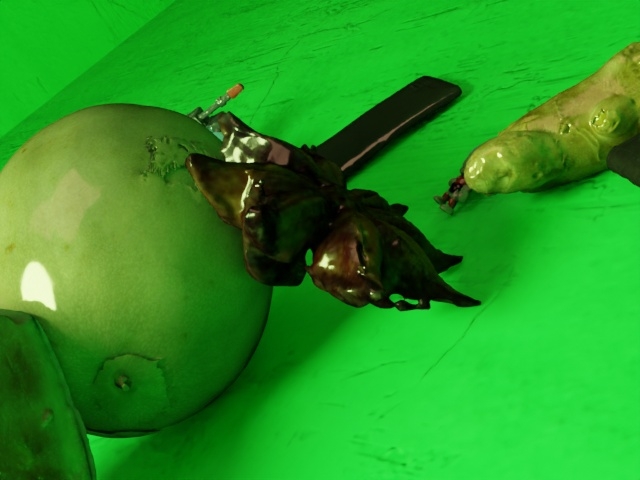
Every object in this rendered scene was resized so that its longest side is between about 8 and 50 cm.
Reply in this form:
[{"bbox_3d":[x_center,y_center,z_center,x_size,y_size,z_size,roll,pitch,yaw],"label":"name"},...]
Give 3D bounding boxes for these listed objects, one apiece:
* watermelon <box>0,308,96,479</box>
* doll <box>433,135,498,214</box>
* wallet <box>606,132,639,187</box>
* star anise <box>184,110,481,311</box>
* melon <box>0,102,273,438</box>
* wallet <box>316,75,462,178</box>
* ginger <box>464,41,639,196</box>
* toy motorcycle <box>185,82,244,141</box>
[{"bbox_3d":[-0.260,0.192,0.853,0.222,0.292,0.319,-25,12,-27],"label":"watermelon"},{"bbox_3d":[0.152,-0.070,1.105,0.114,0.039,0.057,-42,-15,9],"label":"doll"},{"bbox_3d":[0.326,-0.055,0.806,0.170,0.044,0.321,-32,17,2],"label":"wallet"},{"bbox_3d":[0.000,0.000,0.967,0.103,0.272,0.272,-58,13,19],"label":"star anise"},{"bbox_3d":[-0.171,0.023,1.049,0.268,0.268,0.330,-28,32,16],"label":"melon"},{"bbox_3d":[0.046,-0.115,1.385,0.244,0.025,0.124,-35,21,-3],"label":"wallet"},{"bbox_3d":[0.217,-0.090,1.002,0.205,0.115,0.081,-26,60,6],"label":"ginger"},{"bbox_3d":[-0.154,-0.086,1.495,0.182,0.123,0.272,-37,18,24],"label":"toy motorcycle"}]
